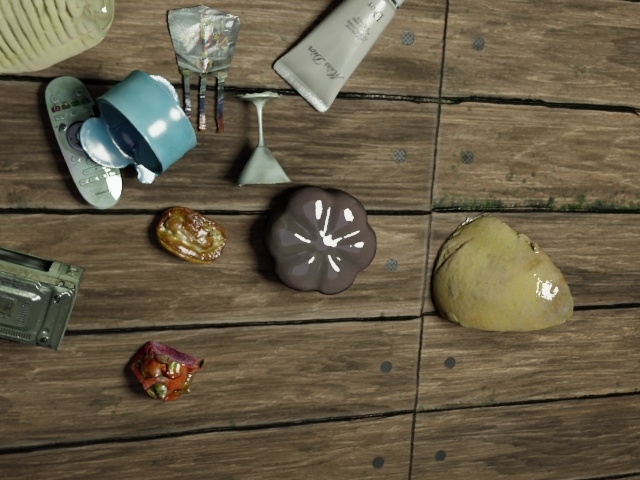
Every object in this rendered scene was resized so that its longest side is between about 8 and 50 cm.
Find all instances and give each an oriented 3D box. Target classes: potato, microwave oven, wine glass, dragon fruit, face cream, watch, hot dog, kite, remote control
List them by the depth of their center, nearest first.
[{"bbox_3d":[-0.310,-0.203,1.158,0.211,0.193,0.211,-4,97,-32],"label":"watch"},{"bbox_3d":[-0.572,0.105,1.204,0.205,0.129,0.163,17,96,-18],"label":"microwave oven"},{"bbox_3d":[-0.447,-0.184,1.217,0.097,0.045,0.256,-19,104,-21],"label":"remote control"},{"bbox_3d":[-0.229,-0.334,1.259,0.141,0.015,0.245,0,99,-14],"label":"kite"},{"bbox_3d":[-0.119,-0.200,1.271,0.122,0.122,0.183,-5,100,-15],"label":"wine glass"},{"bbox_3d":[0.058,-0.421,1.294,0.143,0.089,0.314,40,101,-19],"label":"face cream"},{"bbox_3d":[-0.261,-0.008,1.299,0.147,0.065,0.099,31,83,-18],"label":"hot dog"},{"bbox_3d":[-0.317,0.279,1.332,0.147,0.096,0.102,29,90,-21],"label":"dragon fruit"},{"bbox_3d":[0.383,0.086,1.403,0.189,0.264,0.211,-22,113,-20],"label":"potato"}]

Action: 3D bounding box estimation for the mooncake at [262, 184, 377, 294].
[{"bbox_3d":[0.000,0.000,1.344,0.245,0.133,0.245,-1,99,-9],"label":"mooncake"}]

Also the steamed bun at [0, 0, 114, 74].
[{"bbox_3d":[-0.529,-0.444,1.013,0.352,0.339,0.247,-20,70,-7],"label":"steamed bun"}]
